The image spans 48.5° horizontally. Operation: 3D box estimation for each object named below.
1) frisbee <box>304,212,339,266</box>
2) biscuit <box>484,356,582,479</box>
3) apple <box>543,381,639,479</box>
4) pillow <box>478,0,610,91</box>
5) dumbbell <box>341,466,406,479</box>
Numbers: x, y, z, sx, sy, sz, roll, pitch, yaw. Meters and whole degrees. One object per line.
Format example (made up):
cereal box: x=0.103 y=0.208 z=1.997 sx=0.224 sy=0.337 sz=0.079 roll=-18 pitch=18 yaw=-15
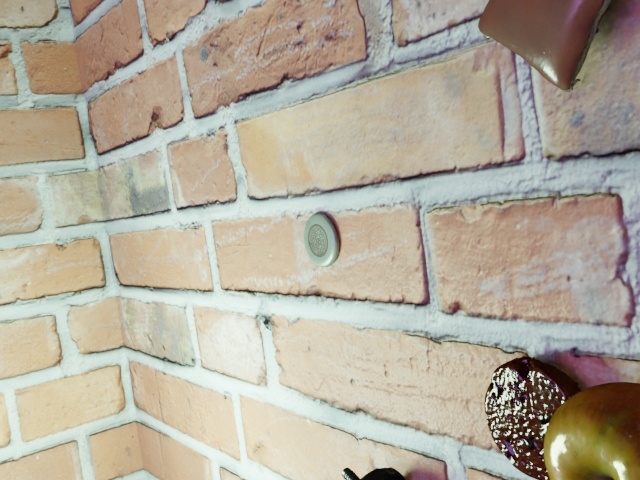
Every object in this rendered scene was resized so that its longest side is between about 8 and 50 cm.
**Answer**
frisbee: x=0.000 y=0.000 z=1.421 sx=0.110 sy=0.014 sz=0.110 roll=19 pitch=113 yaw=52
biscuit: x=0.315 y=0.258 z=1.023 sx=0.192 sy=0.049 sz=0.192 roll=33 pitch=131 yaw=48
apple: x=0.383 y=0.271 z=0.829 sx=0.234 sy=0.173 sz=0.210 roll=60 pitch=146 yaw=40
pillow: x=0.285 y=-0.300 z=0.888 sx=0.179 sy=0.075 sz=0.171 roll=52 pitch=142 yaw=37
dumbbell: x=0.140 y=0.508 z=1.249 sx=0.325 sy=0.143 sz=0.143 roll=34 pitch=125 yaw=46
